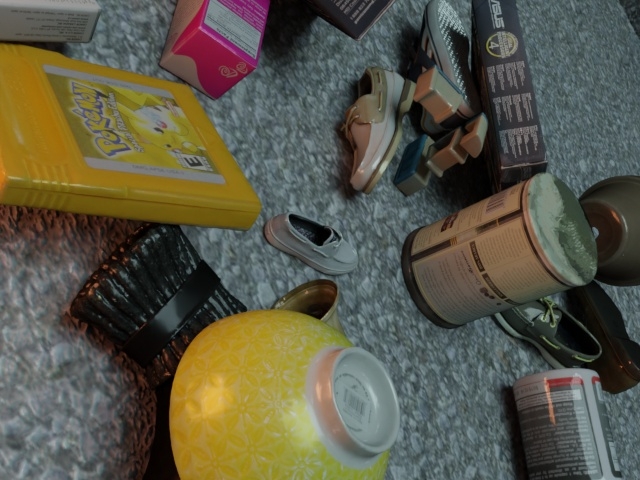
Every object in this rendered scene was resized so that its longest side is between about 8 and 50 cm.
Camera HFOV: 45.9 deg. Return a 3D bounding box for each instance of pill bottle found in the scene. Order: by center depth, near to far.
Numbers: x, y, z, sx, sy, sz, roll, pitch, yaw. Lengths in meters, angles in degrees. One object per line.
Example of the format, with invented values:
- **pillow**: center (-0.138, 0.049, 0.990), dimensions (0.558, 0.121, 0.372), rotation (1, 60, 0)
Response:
- **pill bottle**: center (0.454, 0.389, 1.377), dimensions (0.161, 0.161, 0.283), rotation (15, 60, -39)

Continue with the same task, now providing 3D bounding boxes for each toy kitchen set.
- **toy kitchen set**: center (0.191, -0.213, 1.390), dimensions (0.166, 0.207, 0.122), rotation (41, 46, -19)

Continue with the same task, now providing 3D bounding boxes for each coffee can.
- **coffee can**: center (0.312, 0.025, 1.335), dimensions (0.201, 0.275, 0.202), rotation (21, 57, -36)

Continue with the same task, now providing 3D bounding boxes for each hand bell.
- **hand bell**: center (0.029, 0.187, 1.128), dimensions (0.242, 0.126, 0.126), rotation (57, 41, -26)

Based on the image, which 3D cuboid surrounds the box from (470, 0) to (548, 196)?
- **box**: center (0.378, -0.253, 1.557), dimensions (0.318, 0.097, 0.395), rotation (60, 23, -64)

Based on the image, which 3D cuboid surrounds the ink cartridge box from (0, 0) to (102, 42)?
- **ink cartridge box**: center (-0.451, -0.345, 0.936), dimensions (0.275, 0.060, 0.239), rotation (-14, 57, -47)

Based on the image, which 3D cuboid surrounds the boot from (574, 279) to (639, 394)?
- **boot**: center (0.618, 0.202, 1.691), dimensions (0.112, 0.115, 0.305), rotation (19, 40, -29)

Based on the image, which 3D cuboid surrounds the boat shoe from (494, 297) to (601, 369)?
- **boat shoe**: center (0.457, 0.164, 1.543), dimensions (0.305, 0.091, 0.109), rotation (38, 48, -25)

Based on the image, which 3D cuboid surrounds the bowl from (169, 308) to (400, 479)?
- **bowl**: center (-0.006, 0.197, 0.839), dimensions (0.289, 0.156, 0.290), rotation (32, 45, -38)

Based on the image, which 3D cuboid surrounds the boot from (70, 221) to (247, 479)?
- **boot**: center (-0.188, 0.155, 0.882), dimensions (0.260, 0.131, 0.348), rotation (50, 33, -24)

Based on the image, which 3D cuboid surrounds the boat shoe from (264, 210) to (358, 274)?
- **boat shoe**: center (0.000, 0.000, 1.198), dimensions (0.184, 0.063, 0.066), rotation (30, 52, -31)

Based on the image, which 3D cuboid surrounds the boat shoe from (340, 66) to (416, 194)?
- **boat shoe**: center (0.089, -0.204, 1.368), dimensions (0.103, 0.113, 0.302), rotation (27, 46, -9)

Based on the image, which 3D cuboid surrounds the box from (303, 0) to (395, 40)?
- **box**: center (-0.044, -0.555, 1.234), dimensions (0.395, 0.212, 0.293), rotation (36, 11, -27)

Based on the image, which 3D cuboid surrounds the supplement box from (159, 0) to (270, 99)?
- **supplement box**: center (-0.158, -0.351, 1.184), dimensions (0.114, 0.111, 0.220), rotation (31, 52, -32)

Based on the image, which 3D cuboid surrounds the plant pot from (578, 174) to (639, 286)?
- **plant pot**: center (0.649, -0.020, 1.691), dimensions (0.229, 0.263, 0.263), rotation (-2, 72, -47)

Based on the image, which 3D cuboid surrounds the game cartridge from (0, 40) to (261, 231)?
- **game cartridge**: center (-0.261, -0.133, 0.932), dimensions (0.323, 0.053, 0.285), rotation (7, 39, -43)

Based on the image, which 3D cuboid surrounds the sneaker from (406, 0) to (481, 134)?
- **sneaker**: center (0.239, -0.366, 1.575), dimensions (0.126, 0.127, 0.321), rotation (25, 49, -35)
